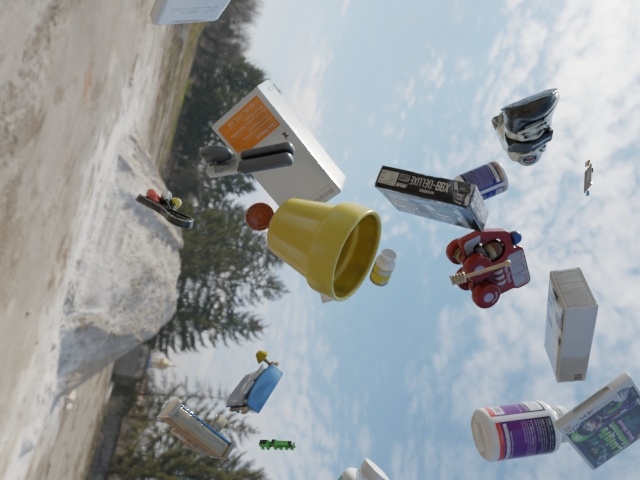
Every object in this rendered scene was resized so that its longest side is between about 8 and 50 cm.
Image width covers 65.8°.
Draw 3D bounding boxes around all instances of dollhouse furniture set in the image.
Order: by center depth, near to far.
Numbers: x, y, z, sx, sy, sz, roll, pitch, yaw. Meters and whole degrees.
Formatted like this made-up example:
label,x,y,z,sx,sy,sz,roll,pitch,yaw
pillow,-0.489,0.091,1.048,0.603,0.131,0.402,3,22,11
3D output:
label,x,y,z,sx,sy,sz,roll,pitch,yaw
dollhouse furniture set,-0.303,0.450,1.467,0.303,0.198,0.286,-54,-168,-33

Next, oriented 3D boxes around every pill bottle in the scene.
label,x,y,z,sx,sy,sz,roll,pitch,yaw
pill bottle,0.084,0.774,1.441,0.264,0.146,0.146,-50,-164,-7
pill bottle,0.194,0.082,1.515,0.065,0.065,0.116,-96,-164,-45
pill bottle,0.717,0.674,1.761,0.181,0.322,0.182,175,-90,-85
pill bottle,0.689,-0.242,2.217,0.153,0.264,0.153,-22,90,-87

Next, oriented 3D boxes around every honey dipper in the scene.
label,x,y,z,sx,sy,sz,roll,pitch,yaw
honey dipper,0.418,0.082,1.290,0.030,0.160,0.031,-18,90,-83

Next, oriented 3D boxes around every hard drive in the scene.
label,x,y,z,sx,sy,sz,roll,pitch,yaw
hard drive,-0.326,-0.668,1.324,0.307,0.202,0.040,-8,-80,61

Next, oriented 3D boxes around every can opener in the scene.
label,x,y,z,sx,sy,sz,roll,pitch,yaw
can opener,-0.211,-0.232,1.407,0.093,0.280,0.074,55,35,-59

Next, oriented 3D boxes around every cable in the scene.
label,x,y,z,sx,sy,sz,roll,pitch,yaw
cable,-0.455,-0.105,1.447,0.287,0.139,0.072,25,-85,59

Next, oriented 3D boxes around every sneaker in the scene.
label,x,y,z,sx,sy,sz,roll,pitch,yaw
sneaker,0.476,-0.247,1.121,0.330,0.122,0.147,-19,91,-76

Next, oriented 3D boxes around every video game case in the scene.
label,x,y,z,sx,sy,sz,roll,pitch,yaw
video game case,0.589,0.375,1.011,0.173,0.190,0.022,-40,-153,8

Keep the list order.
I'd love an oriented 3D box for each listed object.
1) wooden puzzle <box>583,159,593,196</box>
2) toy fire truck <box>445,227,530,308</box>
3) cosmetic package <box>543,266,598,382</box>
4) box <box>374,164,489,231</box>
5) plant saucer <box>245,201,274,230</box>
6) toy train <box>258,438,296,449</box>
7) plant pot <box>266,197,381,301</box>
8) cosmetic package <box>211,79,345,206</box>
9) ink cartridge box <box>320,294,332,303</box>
label,x,y,z,sx,sy,sz,roll,pitch,yaw
wooden puzzle,0.770,-0.179,1.419,0.078,0.014,0.117,28,69,-71
toy fire truck,0.615,0.079,1.779,0.302,0.253,0.169,65,-2,-27
cosmetic package,0.484,0.171,0.970,0.099,0.060,0.239,-84,161,-48
box,0.355,-0.131,1.562,0.307,0.242,0.077,18,-98,31
plant saucer,-0.171,-0.068,1.397,0.013,0.083,0.084,-131,-124,-63
toy train,-0.092,0.433,1.050,0.017,0.083,0.024,-74,152,-53
plant pot,0.000,0.000,1.305,0.254,0.238,0.254,-43,146,-39
cosmetic package,-0.139,-0.310,1.765,0.230,0.453,0.162,-35,-164,22
ink cartridge box,0.040,0.131,1.723,0.060,0.104,0.180,60,16,-64
